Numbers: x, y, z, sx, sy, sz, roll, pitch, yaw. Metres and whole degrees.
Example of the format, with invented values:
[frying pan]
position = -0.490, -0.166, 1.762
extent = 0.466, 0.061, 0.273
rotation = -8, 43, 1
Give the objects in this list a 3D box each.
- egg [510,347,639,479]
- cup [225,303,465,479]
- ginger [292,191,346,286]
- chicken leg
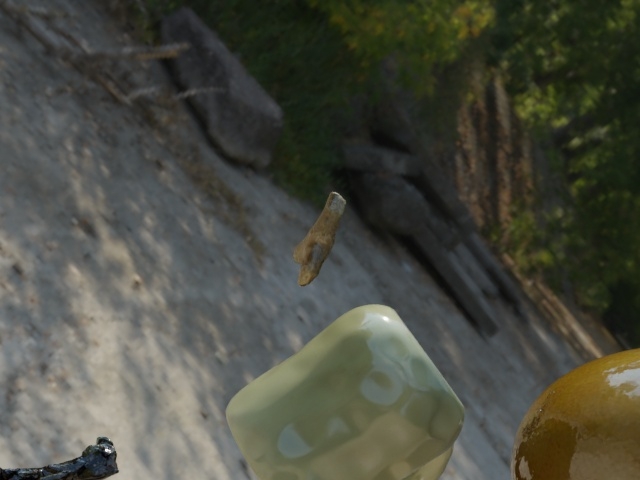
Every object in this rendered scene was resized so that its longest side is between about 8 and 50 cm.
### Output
[egg]
position = 0.355, 0.241, 1.034
extent = 0.351, 0.282, 0.282
rotation = 12, -14, 36
[cup]
position = 0.052, 0.210, 1.112
extent = 0.255, 0.202, 0.173
rotation = 54, 1, -20
[ginger]
position = 0.000, 0.001, 1.036
extent = 0.030, 0.097, 0.048
rotation = 24, -6, -20
[chicken leg]
position = -0.278, 0.208, 0.840
extent = 0.253, 0.106, 0.051
rotation = -18, 102, -45
